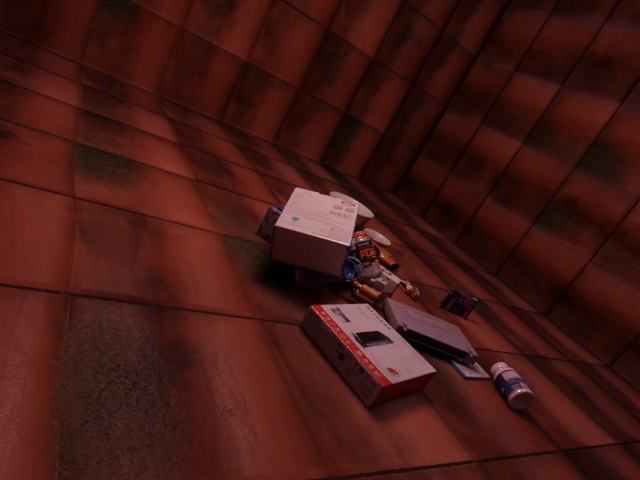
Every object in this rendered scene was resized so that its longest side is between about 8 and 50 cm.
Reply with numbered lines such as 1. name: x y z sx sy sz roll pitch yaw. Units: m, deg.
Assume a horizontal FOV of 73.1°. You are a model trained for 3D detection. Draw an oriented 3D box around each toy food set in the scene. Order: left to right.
1. toy food set: 0.186 0.193 1.712 0.104 0.111 0.232 33 21 11

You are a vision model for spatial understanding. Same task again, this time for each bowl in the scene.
1. bowl: 0.159 -0.163 2.581 0.298 0.134 0.298 26 19 -10
2. bowl: 0.300 0.010 2.415 0.170 0.080 0.170 27 18 -9

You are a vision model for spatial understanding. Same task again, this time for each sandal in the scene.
1. sandal: 0.042 0.108 1.613 0.317 0.126 0.138 -7 3 -43

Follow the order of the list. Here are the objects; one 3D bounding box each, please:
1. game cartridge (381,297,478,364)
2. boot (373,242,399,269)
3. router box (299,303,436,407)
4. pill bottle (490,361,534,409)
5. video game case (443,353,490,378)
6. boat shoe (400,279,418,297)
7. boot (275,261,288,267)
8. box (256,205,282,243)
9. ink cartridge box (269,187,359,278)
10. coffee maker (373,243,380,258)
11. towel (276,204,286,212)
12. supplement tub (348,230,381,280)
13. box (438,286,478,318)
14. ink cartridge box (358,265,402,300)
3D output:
1. game cartridge: 0.421 0.353 1.699 0.355 0.068 0.230 23 12 -11
2. boot: 0.323 0.086 2.268 0.197 0.073 0.152 8 31 -41
3. router box: 0.146 0.332 1.332 0.301 0.082 0.335 7 28 -48
4. pill bottle: 0.703 0.534 1.600 0.094 0.094 0.169 23 19 -17
5. video game case: 0.561 0.482 1.652 0.166 0.015 0.119 15 23 -36
6. boat shoe: 0.419 0.230 2.060 0.043 0.049 0.137 15 20 -29
7. boot: -0.061 0.074 1.690 0.207 0.094 0.246 23 13 -5
8. box: -0.197 -0.062 1.784 0.094 0.137 0.027 34 20 14
9. ink cartridge box: -0.006 -0.056 1.615 0.270 0.151 0.395 16 33 2
10. coffee maker: 0.204 0.061 1.997 0.178 0.171 0.120 -11 70 -59
11. towel: -0.050 -0.078 2.223 0.336 0.040 0.243 39 19 21
12. supplement tub: 0.172 0.063 1.777 0.117 0.117 0.190 -5 75 -59
13. box: 0.677 0.309 2.123 0.162 0.116 0.029 25 20 -10
14. ink cartridge box: 0.255 0.177 1.861 0.150 0.109 0.063 35 22 18
